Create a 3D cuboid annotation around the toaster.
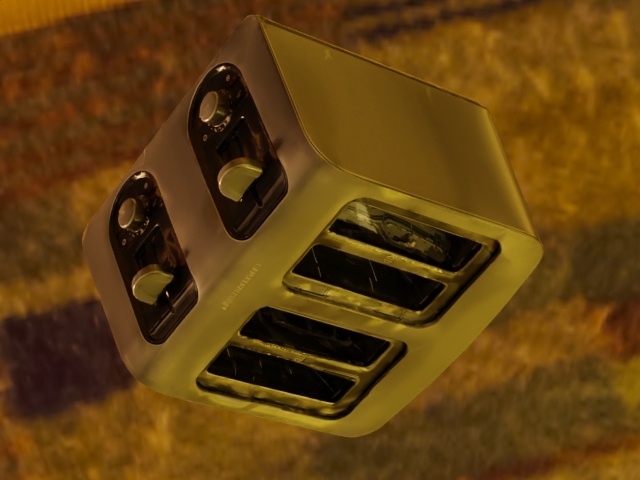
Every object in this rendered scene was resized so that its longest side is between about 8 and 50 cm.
[{"bbox_3d":[0.000,0.000,0.901,0.185,0.168,0.110,18,38,-35],"label":"toaster"}]
